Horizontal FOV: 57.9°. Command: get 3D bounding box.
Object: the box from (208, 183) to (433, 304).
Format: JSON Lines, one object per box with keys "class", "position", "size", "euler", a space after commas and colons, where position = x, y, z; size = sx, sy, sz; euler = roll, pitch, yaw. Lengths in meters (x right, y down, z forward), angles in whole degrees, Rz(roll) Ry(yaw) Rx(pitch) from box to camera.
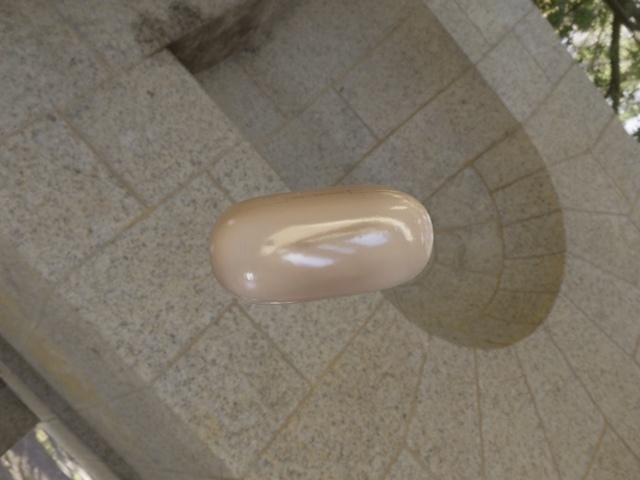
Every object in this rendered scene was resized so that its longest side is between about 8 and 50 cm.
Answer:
{"class": "box", "position": [0.000, 0.000, 0.524], "size": [0.200, 0.088, 0.146], "euler": [-9, -164, -10]}
